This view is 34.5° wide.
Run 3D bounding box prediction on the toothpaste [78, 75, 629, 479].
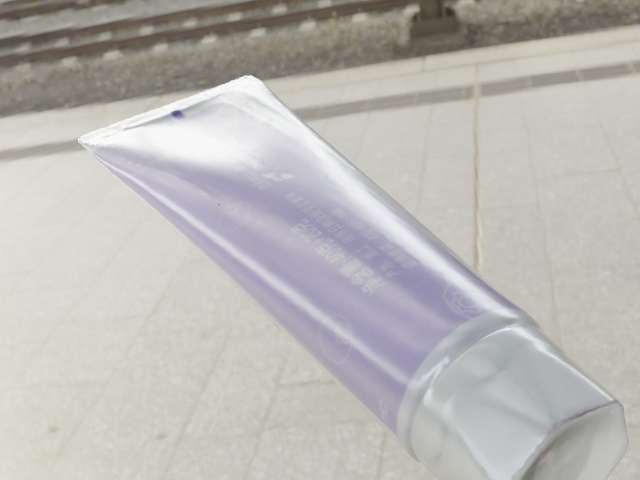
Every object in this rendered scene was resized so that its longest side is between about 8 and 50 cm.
[{"bbox_3d":[0.000,0.000,0.538,0.125,0.080,0.371,-26,44,-23],"label":"toothpaste"}]
